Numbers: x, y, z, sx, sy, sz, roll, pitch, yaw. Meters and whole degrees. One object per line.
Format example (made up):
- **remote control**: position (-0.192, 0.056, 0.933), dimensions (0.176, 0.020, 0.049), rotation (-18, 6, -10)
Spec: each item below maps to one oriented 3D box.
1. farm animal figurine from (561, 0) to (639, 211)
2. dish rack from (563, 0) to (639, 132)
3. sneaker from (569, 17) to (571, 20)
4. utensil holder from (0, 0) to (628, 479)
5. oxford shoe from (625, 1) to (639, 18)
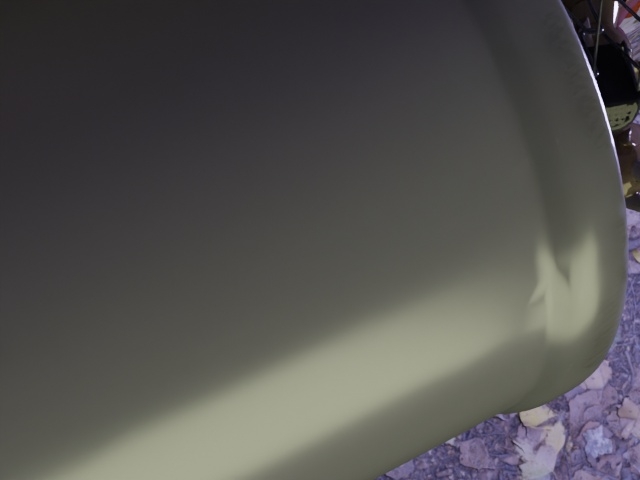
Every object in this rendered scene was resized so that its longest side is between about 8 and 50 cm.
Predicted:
- **farm animal figurine**: position (0.168, -0.091, 1.023), dimensions (0.327, 0.172, 0.330), rotation (-30, 139, -20)
- **dish rack**: position (0.106, -0.167, 0.807), dimensions (0.208, 0.074, 0.271), rotation (-10, 130, -9)
- **sneaker**: position (0.192, -0.196, 1.312), dimensions (0.089, 0.051, 0.170), rotation (-28, -164, -14)
- **utensil holder**: position (-0.106, 0.005, 0.664), dimensions (0.385, 0.327, 0.327), rotation (-23, 172, -20)
- **oxford shoe**: position (0.251, -0.260, 1.231), dimensions (0.098, 0.097, 0.271), rotation (2, 177, -2)
